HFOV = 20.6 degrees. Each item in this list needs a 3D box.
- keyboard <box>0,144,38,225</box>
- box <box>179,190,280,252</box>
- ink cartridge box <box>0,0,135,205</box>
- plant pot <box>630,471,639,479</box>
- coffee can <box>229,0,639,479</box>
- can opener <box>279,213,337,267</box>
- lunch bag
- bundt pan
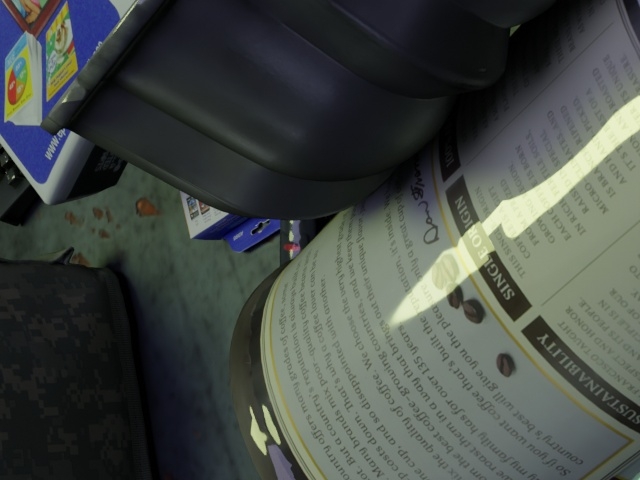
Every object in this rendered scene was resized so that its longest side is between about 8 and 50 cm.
[{"bbox_3d":[-0.271,-0.150,1.307,0.201,0.033,0.317,-47,55,36],"label":"keyboard"},{"bbox_3d":[-0.058,-0.063,1.067,0.081,0.028,0.136,-32,63,42],"label":"box"},{"bbox_3d":[-0.170,-0.231,1.014,0.307,0.072,0.303,52,134,20],"label":"ink cartridge box"},{"bbox_3d":[0.246,0.186,0.561,0.293,0.235,0.293,-2,87,47],"label":"plant pot"},{"bbox_3d":[0.119,0.014,0.736,0.275,0.201,0.201,-46,56,37],"label":"coffee can"},{"bbox_3d":[0.000,0.000,0.975,0.073,0.059,0.186,12,96,47],"label":"can opener"},{"bbox_3d":[-0.235,0.146,1.097,0.169,0.235,0.287,-7,83,47],"label":"lunch bag"},{"bbox_3d":[0.033,-0.138,0.714,0.124,0.331,0.331,38,127,-9],"label":"bundt pan"}]
